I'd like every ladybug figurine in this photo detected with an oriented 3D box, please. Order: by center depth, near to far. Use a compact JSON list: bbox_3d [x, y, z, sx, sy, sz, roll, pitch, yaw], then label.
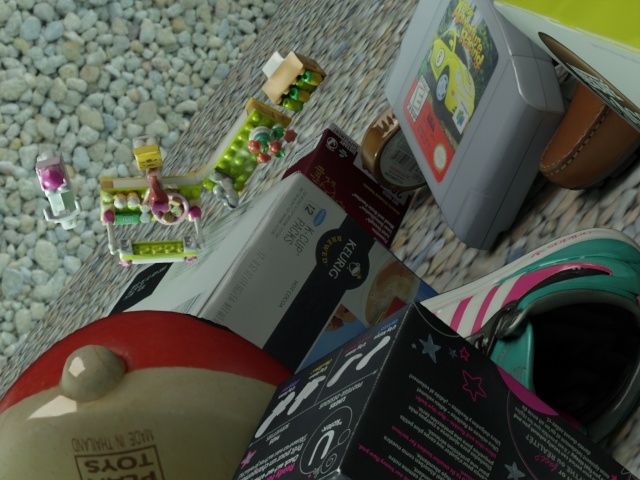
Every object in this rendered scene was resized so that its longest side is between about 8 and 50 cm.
[{"bbox_3d":[-0.100,0.192,1.440,0.305,0.449,0.162,-7,53,6],"label":"ladybug figurine"}]

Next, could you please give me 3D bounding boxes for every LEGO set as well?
[{"bbox_3d":[-0.111,-0.057,1.779,0.287,0.132,0.107,-22,32,3],"label":"LEGO set"}]

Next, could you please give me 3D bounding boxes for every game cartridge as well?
[{"bbox_3d":[0.149,-0.154,1.931,0.196,0.060,0.294,-63,29,29],"label":"game cartridge"}]

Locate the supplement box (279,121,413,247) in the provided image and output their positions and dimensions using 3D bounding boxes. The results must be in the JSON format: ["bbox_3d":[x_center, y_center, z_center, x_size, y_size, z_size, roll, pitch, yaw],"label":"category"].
[{"bbox_3d":[0.000,0.000,2.137,0.073,0.130,0.239,-34,24,48],"label":"supplement box"}]

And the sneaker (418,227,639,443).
[{"bbox_3d":[0.131,0.106,1.453,0.295,0.124,0.178,-32,14,5],"label":"sneaker"}]

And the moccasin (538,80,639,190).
[{"bbox_3d":[0.280,-0.225,1.718,0.139,0.147,0.380,-106,39,-70],"label":"moccasin"}]

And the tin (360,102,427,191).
[{"bbox_3d":[0.126,-0.133,2.133,0.190,0.106,0.040,-49,48,14],"label":"tin"}]

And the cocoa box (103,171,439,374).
[{"bbox_3d":[-0.072,0.131,1.838,0.347,0.228,0.231,-29,24,56],"label":"cocoa box"}]

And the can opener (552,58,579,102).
[{"bbox_3d":[0.317,-0.231,1.835,0.280,0.093,0.074,-38,21,28],"label":"can opener"}]

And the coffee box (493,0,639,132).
[{"bbox_3d":[0.346,-0.137,1.023,0.338,0.334,0.337,-50,15,4],"label":"coffee box"}]

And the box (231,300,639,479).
[{"bbox_3d":[0.081,0.187,1.218,0.163,0.247,0.142,-35,21,47],"label":"box"}]
